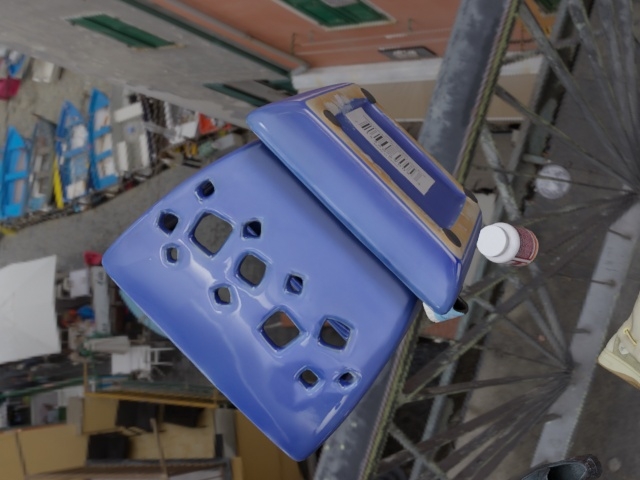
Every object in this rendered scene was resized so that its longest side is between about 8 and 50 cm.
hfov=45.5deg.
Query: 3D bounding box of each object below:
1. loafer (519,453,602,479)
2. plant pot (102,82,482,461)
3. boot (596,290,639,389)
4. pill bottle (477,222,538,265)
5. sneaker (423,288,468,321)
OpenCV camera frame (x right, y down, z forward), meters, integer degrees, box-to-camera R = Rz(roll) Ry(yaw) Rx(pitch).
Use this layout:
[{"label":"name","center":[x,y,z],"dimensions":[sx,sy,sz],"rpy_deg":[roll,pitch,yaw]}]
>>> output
[{"label":"loafer","center":[0.526,0.538,1.725],"dimensions":[0.223,0.078,0.076],"rpy_deg":[-38,60,37]},{"label":"plant pot","center":[0.000,0.000,0.657],"dimensions":[0.236,0.236,0.212],"rpy_deg":[45,114,1]},{"label":"boot","center":[0.509,0.126,1.033],"dimensions":[0.203,0.095,0.262],"rpy_deg":[-66,18,3]},{"label":"pill bottle","center":[0.392,0.008,1.611],"dimensions":[0.086,0.152,0.086],"rpy_deg":[-5,81,37]},{"label":"sneaker","center":[0.188,0.062,1.204],"dimensions":[0.073,0.162,0.063],"rpy_deg":[-6,43,34]}]
